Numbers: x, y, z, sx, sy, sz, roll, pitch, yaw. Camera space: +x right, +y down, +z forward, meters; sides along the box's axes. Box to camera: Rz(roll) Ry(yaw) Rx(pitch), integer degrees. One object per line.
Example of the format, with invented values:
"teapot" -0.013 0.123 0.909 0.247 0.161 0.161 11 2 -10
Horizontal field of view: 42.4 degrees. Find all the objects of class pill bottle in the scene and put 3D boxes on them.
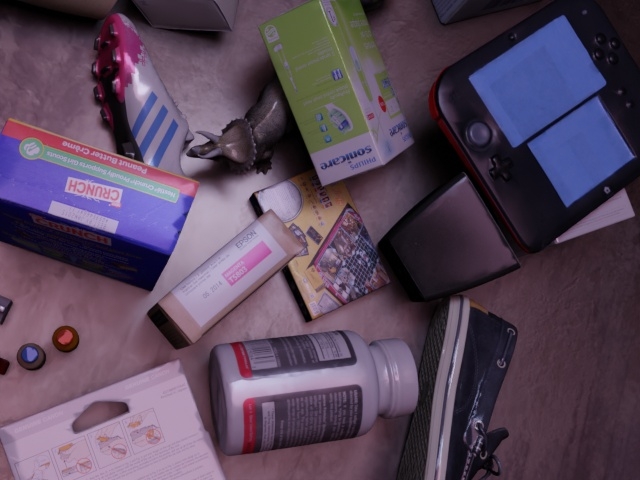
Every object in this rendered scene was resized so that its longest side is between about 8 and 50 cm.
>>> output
"pill bottle" -0.012 0.239 1.337 0.318 0.176 0.177 -4 81 -16

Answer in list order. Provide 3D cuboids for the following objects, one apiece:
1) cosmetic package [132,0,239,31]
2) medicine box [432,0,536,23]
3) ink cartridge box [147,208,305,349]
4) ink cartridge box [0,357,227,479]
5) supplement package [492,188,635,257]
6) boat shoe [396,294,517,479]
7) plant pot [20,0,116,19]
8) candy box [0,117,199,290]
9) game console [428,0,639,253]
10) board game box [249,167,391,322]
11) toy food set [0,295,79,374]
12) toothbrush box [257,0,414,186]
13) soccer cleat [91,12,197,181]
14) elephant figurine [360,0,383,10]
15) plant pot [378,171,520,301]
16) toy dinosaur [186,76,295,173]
"cosmetic package" -0.210 -0.531 1.437 0.160 0.113 0.310 8 77 14
"medicine box" 0.323 -0.609 1.613 0.263 0.149 0.289 -19 85 -18
"ink cartridge box" -0.156 0.066 1.320 0.234 0.193 0.088 -40 92 -20
"ink cartridge box" -0.313 0.358 1.285 0.296 0.066 0.261 -19 85 -19
"supplement package" 0.414 -0.139 1.532 0.177 0.175 0.293 -17 84 -16
"boat shoe" 0.232 0.339 1.386 0.155 0.187 0.501 17 70 -6
"plant pot" -0.449 -0.483 1.336 0.274 0.256 0.257 28 72 -25
"candy box" -0.342 -0.039 1.221 0.268 0.317 0.122 20 75 -12
"game console" 0.404 -0.213 1.421 0.386 0.060 0.342 -34 88 -17
"board game box" 0.000 0.000 1.457 0.165 0.042 0.243 -23 86 -19
"toy food set" -0.492 0.141 1.255 0.232 0.104 0.111 25 74 -10
"toothbrush box" 0.034 -0.259 1.396 0.122 0.206 0.283 -17 99 25
"soccer cleat" -0.292 -0.218 1.394 0.143 0.116 0.331 -4 79 -38
"elephant figurine" 0.053 -0.542 1.501 0.169 0.186 0.240 -28 102 -53
"plant pot" 0.210 0.014 1.451 0.167 0.187 0.188 -32 89 -6
"toy dinosaur" -0.088 -0.208 1.411 0.121 0.160 0.313 44 72 -4
